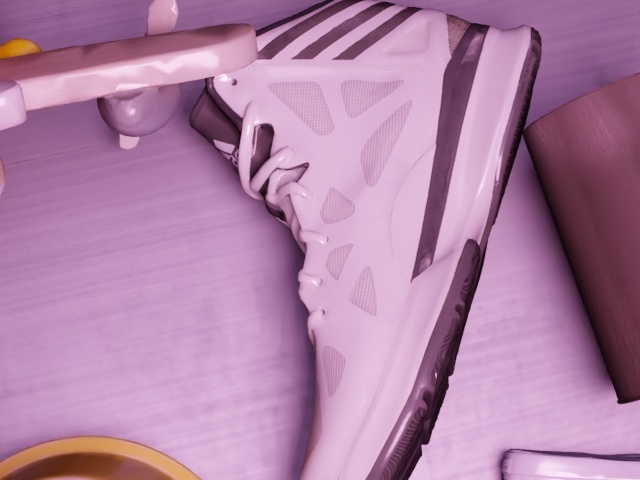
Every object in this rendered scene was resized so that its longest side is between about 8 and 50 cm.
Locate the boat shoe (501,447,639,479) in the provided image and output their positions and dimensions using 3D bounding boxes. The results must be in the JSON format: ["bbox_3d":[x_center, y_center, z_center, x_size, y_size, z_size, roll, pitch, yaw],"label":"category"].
[{"bbox_3d":[0.257,0.209,1.145,0.226,0.083,0.075,3,87,8],"label":"boat shoe"}]

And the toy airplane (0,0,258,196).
[{"bbox_3d":[-0.294,-0.103,1.070,0.386,0.272,0.384,24,50,28],"label":"toy airplane"}]

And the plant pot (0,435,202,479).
[{"bbox_3d":[-0.170,0.256,1.006,0.254,0.239,0.253,1,75,-4],"label":"plant pot"}]

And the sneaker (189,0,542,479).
[{"bbox_3d":[0.000,0.000,1.147,0.258,0.169,0.447,16,67,8],"label":"sneaker"}]

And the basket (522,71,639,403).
[{"bbox_3d":[0.260,-0.007,1.122,0.154,0.204,0.226,-24,82,16],"label":"basket"}]
